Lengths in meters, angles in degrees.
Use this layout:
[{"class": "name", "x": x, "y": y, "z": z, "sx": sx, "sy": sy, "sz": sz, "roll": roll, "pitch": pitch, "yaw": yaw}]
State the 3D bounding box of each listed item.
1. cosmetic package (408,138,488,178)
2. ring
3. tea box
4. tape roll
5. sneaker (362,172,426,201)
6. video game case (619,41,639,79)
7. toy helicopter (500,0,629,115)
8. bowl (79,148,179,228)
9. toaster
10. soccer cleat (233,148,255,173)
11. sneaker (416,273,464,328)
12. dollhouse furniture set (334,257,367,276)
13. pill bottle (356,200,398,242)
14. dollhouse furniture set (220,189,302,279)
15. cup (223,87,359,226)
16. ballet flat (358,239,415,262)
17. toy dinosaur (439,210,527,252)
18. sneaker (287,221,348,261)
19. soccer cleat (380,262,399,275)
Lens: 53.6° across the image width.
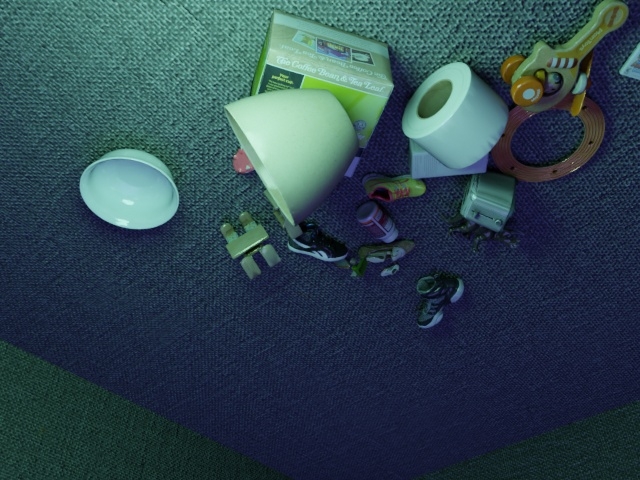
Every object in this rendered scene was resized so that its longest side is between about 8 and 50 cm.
[{"class": "cosmetic package", "x": 0.389, "y": -0.263, "z": 1.939, "sx": 0.231, "sy": 0.085, "sz": 0.117, "roll": -5, "pitch": 143, "yaw": 3}, {"class": "ring", "x": 0.689, "y": -0.314, "z": 1.932, "sx": 0.337, "sy": 0.032, "sz": 0.336, "roll": 0, "pitch": 135, "yaw": 0}, {"class": "tea box", "x": -0.017, "y": -0.391, "z": 1.717, "sx": 0.329, "sy": 0.220, "sz": 0.323, "roll": 14, "pitch": 135, "yaw": -14}, {"class": "tape roll", "x": 0.369, "y": -0.342, "z": 1.750, "sx": 0.169, "sy": 0.246, "sz": 0.246, "roll": 32, "pitch": 127, "yaw": -29}, {"class": "sneaker", "x": 0.240, "y": -0.158, "z": 2.044, "sx": 0.209, "sy": 0.094, "sz": 0.081, "roll": 1, "pitch": 134, "yaw": -3}, {"class": "video game case", "x": 0.934, "y": -0.503, "z": 1.748, "sx": 0.157, "sy": 0.019, "sz": 0.143, "roll": 12, "pitch": 134, "yaw": -12}, {"class": "toy helicopter", "x": 0.676, "y": -0.481, "z": 1.691, "sx": 0.235, "sy": 0.140, "sz": 0.355, "roll": 24, "pitch": 128, "yaw": -25}, {"class": "bowl", "x": -0.585, "y": -0.183, "z": 1.987, "sx": 0.298, "sy": 0.134, "sz": 0.297, "roll": 0, "pitch": 135, "yaw": 0}, {"class": "toaster", "x": 0.533, "y": -0.138, "z": 2.000, "sx": 0.147, "sy": 0.227, "sz": 0.129, "roll": 19, "pitch": 137, "yaw": 5}, {"class": "soccer cleat", "x": -0.171, "y": -0.275, "z": 1.940, "sx": 0.248, "sy": 0.083, "sz": 0.095, "roll": -31, "pitch": 166, "yaw": 39}, {"class": "sneaker", "x": 0.417, "y": 0.224, "z": 2.433, "sx": 0.153, "sy": 0.101, "sz": 0.268, "roll": 22, "pitch": 126, "yaw": -20}, {"class": "dollhouse furniture set", "x": 0.094, "y": 0.093, "z": 2.281, "sx": 0.152, "sy": 0.058, "sz": 0.076, "roll": 5, "pitch": 146, "yaw": 38}, {"class": "pill bottle", "x": 0.196, "y": -0.059, "z": 2.149, "sx": 0.086, "sy": 0.086, "sz": 0.152, "roll": -29, "pitch": 129, "yaw": 26}, {"class": "dollhouse furniture set", "x": -0.206, "y": -0.038, "z": 2.091, "sx": 0.242, "sy": 0.212, "sz": 0.161, "roll": -32, "pitch": 134, "yaw": -6}, {"class": "cup", "x": -0.049, "y": -0.235, "z": 1.534, "sx": 0.237, "sy": 0.331, "sz": 0.331, "roll": -32, "pitch": 133, "yaw": -6}, {"class": "ballet flat", "x": 0.240, "y": 0.049, "z": 2.272, "sx": 0.206, "sy": 0.067, "sz": 0.073, "roll": -10, "pitch": 133, "yaw": 9}, {"class": "toy dinosaur", "x": 0.528, "y": -0.060, "z": 2.153, "sx": 0.314, "sy": 0.121, "sz": 0.160, "roll": 29, "pitch": 117, "yaw": -21}, {"class": "sneaker", "x": 0.000, "y": 0.000, "z": 2.213, "sx": 0.217, "sy": 0.079, "sz": 0.121, "roll": 9, "pitch": 136, "yaw": -8}, {"class": "soccer cleat", "x": 0.259, "y": 0.116, "z": 2.363, "sx": 0.083, "sy": 0.035, "sz": 0.029, "roll": -32, "pitch": 128, "yaw": 28}]
